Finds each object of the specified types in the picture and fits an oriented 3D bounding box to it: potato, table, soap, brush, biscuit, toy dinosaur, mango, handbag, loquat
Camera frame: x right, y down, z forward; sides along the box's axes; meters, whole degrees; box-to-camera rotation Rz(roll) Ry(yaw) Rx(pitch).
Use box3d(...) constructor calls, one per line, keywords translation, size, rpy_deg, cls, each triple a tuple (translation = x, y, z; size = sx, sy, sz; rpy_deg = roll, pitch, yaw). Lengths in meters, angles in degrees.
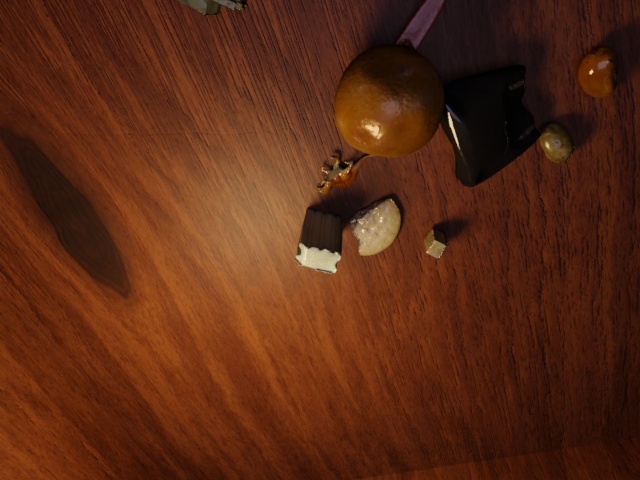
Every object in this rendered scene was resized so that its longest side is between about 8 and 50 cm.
box3d(translation=(0.770, -0.315, 1.396), size=(0.092, 0.070, 0.138), rpy_deg=(-32, 113, 18), cls="potato")
box3d(translation=(0.424, 0.008, 1.576), size=(0.061, 0.122, 0.086), rpy_deg=(23, 118, -1), cls="potato")
box3d(translation=(-0.312, -0.678, 1.216), size=(0.175, 0.146, 0.062), rpy_deg=(22, 118, -8), cls="table")
box3d(translation=(0.000, 0.000, 1.518), size=(0.150, 0.261, 0.094), rpy_deg=(11, 123, -2), cls="soap")
box3d(translation=(0.302, -0.649, 1.248), size=(0.070, 0.051, 0.323), rpy_deg=(29, 117, -10), cls="brush")
box3d(translation=(0.201, -0.049, 1.604), size=(0.188, 0.040, 0.265), rpy_deg=(14, 120, -7), cls="biscuit")
box3d(translation=(0.084, -0.226, 1.503), size=(0.212, 0.057, 0.142), rpy_deg=(-2, 131, 6), cls="toy dinosaur")
box3d(translation=(0.834, -0.494, 1.284), size=(0.105, 0.084, 0.159), rpy_deg=(-19, 117, 20), cls="mango")
box3d(translation=(0.528, -0.371, 1.345), size=(0.288, 0.152, 0.342), rpy_deg=(-26, 119, 4), cls="handbag")
box3d(translation=(0.198, -0.397, 1.249), size=(0.329, 0.328, 0.328), rpy_deg=(2, 120, 3), cls="loquat")
